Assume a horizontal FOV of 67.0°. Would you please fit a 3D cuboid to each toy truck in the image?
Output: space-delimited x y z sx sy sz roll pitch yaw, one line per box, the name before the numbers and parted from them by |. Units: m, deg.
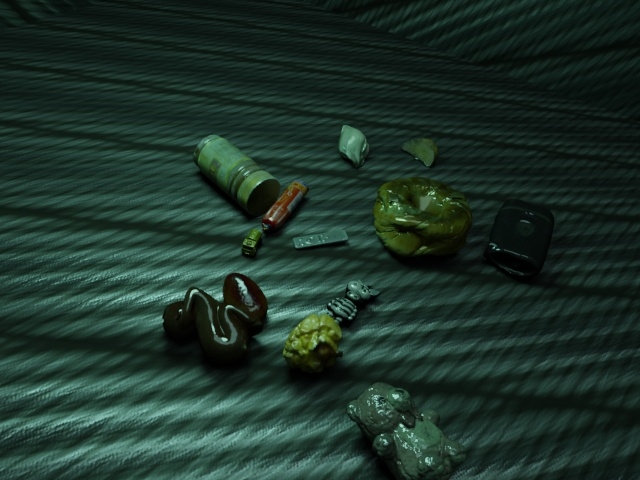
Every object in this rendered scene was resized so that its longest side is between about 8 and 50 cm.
toy truck | -0.220 0.008 1.545 0.049 0.054 0.083 18 45 5

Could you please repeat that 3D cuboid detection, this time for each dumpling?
dumpling | 0.143 -0.385 1.996 0.151 0.124 0.228 36 42 -28

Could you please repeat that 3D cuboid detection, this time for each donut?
donut | 0.348 -0.082 1.683 0.361 0.170 0.360 6 38 -5

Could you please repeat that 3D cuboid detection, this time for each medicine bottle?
medicine bottle | -0.301 -0.237 1.708 0.151 0.151 0.322 -30 57 -35

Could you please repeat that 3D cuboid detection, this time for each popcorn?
popcorn | -0.017 0.271 1.258 0.167 0.148 0.152 -40 32 -24

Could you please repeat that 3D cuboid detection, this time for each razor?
razor | 0.711 -0.011 1.723 0.205 0.113 0.349 25 47 15

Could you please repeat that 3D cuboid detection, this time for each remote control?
remote control | 0.000 0.000 1.625 0.184 0.027 0.049 -9 46 -14

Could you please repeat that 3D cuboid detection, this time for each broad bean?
broad bean | -0.215 0.166 1.369 0.114 0.084 0.165 -22 58 -10

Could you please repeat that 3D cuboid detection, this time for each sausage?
sausage | -0.129 -0.113 1.678 0.074 0.074 0.274 23 46 11

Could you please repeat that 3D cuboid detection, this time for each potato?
potato | 0.445 -0.402 2.083 0.089 0.100 0.172 -26 52 -39

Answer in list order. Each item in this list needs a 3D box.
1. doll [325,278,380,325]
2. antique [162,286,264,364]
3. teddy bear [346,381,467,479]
doll | 0.089 0.182 1.426 0.091 0.067 0.219 31 45 24
antique | -0.294 0.229 1.264 0.257 0.121 0.143 26 54 4
teddy bear | 0.196 0.446 1.122 0.236 0.151 0.267 0 44 -42
